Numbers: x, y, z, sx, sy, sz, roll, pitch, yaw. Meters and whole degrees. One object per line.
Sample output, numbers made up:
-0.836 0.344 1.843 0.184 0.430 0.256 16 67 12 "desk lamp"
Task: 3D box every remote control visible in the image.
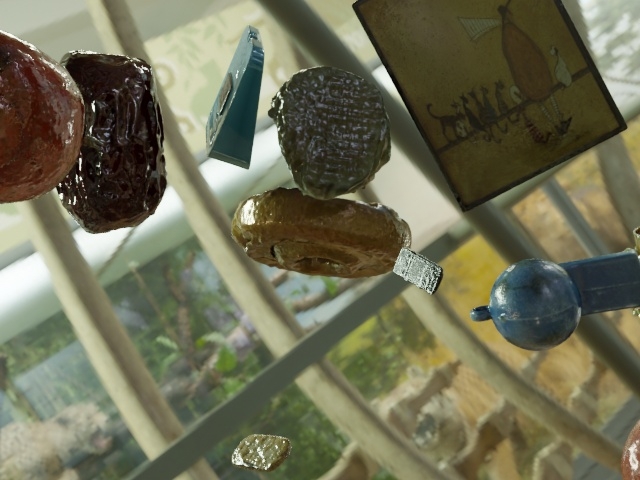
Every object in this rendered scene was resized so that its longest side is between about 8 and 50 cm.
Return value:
0.129 0.040 1.286 0.096 0.014 0.039 33 102 58 "remote control"

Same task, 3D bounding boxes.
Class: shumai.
0.008 -0.144 1.370 0.184 0.184 0.142 -34 0 -17 "shumai"

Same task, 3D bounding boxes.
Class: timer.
-0.155 -0.296 2.020 0.232 0.091 0.250 -103 32 -63 "timer"

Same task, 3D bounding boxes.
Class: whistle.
0.211 0.054 0.885 0.157 0.090 0.090 -11 4 17 "whistle"

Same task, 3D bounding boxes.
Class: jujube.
-0.425 -0.206 1.990 0.258 0.377 0.258 -14 -3 -1 "jujube"

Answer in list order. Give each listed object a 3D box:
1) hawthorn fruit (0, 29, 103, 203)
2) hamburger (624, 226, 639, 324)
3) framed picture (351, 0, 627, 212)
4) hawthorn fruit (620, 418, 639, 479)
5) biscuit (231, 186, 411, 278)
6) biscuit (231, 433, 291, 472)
-0.471 -0.179 1.523 0.276 0.276 0.307 -37 -28 28 "hawthorn fruit"
0.647 0.079 1.648 0.274 0.212 0.274 -6 8 1 "hamburger"
0.231 -0.242 1.367 0.255 0.339 0.014 -27 5 17 "framed picture"
0.468 0.287 1.215 0.253 0.205 0.205 -25 -7 -27 "hawthorn fruit"
0.000 0.000 1.616 0.296 0.102 0.296 8 -13 2 "biscuit"
-0.105 0.372 1.734 0.147 0.018 0.071 -8 38 50 "biscuit"
